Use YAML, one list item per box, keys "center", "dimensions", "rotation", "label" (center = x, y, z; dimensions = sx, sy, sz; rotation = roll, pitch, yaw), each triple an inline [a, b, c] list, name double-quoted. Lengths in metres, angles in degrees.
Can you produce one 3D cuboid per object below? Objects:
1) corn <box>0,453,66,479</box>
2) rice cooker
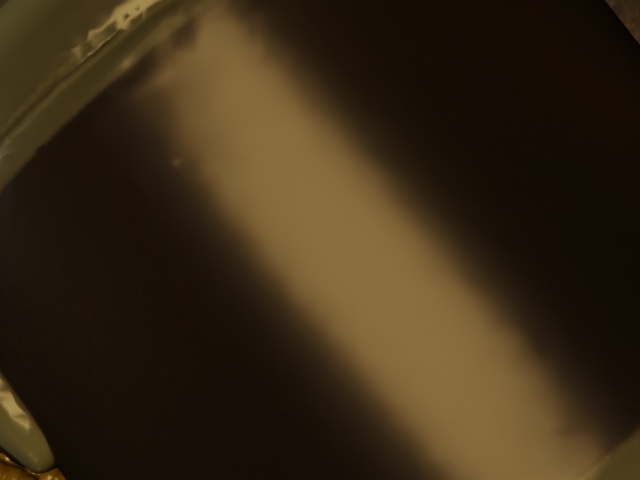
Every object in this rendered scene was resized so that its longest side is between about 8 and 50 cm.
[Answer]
- center: [-0.191, 0.138, 0.578]
  dimensions: [0.260, 0.091, 0.091]
  rotation: [21, 52, 3]
  label: "corn"
- center: [0.000, 0.000, 0.467]
  dimensions: [0.335, 0.335, 0.325]
  rotation: [-38, 87, -1]
  label: "rice cooker"
